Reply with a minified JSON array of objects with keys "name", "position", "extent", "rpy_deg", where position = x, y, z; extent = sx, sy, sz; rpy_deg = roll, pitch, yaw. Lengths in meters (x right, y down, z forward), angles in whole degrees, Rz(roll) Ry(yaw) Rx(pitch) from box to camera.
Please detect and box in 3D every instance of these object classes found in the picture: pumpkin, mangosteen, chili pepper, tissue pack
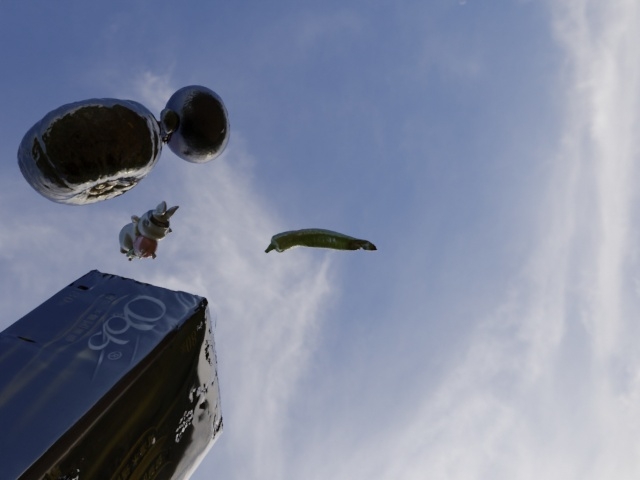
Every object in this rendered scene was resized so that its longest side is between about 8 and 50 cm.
[{"name":"pumpkin","position":[-0.360,-0.150,1.003],"extent":[0.219,0.219,0.162],"rpy_deg":[-23,-96,-33]},{"name":"mangosteen","position":[-0.245,-0.217,1.203],"extent":[0.153,0.153,0.152],"rpy_deg":[-5,-81,-36]},{"name":"chili pepper","position":[0.000,-0.001,1.182],"extent":[0.208,0.049,0.043],"rpy_deg":[-2,-79,3]},{"name":"tissue pack","position":[-0.259,0.202,0.608],"extent":[0.370,0.198,0.209],"rpy_deg":[-51,-37,-56]}]

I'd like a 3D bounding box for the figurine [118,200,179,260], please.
[{"name":"figurine","position":[-0.320,-0.009,1.216],"extent":[0.081,0.146,0.098],"rpy_deg":[-2,-104,-46]}]
